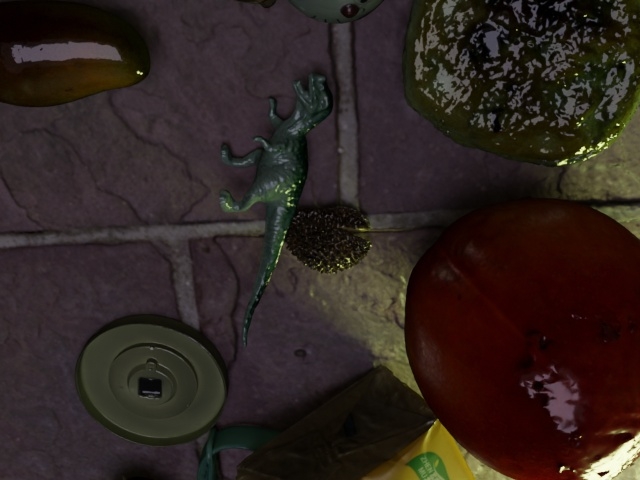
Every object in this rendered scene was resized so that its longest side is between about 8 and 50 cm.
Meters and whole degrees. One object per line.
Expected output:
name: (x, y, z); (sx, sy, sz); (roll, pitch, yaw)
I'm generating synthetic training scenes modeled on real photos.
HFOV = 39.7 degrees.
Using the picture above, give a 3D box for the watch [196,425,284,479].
watch: (-0.099, 0.388, 1.413); (0.195, 0.068, 0.237); (-19, 117, 14)

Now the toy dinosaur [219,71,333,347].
toy dinosaur: (-0.094, -0.054, 1.186); (0.129, 0.076, 0.383); (22, 111, 6)

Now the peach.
peach: (0.274, 0.121, 1.099); (0.370, 0.370, 0.370); (1, 116, 2)

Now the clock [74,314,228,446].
clock: (-0.258, 0.220, 1.355); (0.234, 0.029, 0.235); (1, 116, 3)

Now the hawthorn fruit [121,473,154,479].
hawthorn fruit: (-0.292, 0.443, 1.409); (0.148, 0.148, 0.172); (-12, 102, 9)

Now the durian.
durian: (0.001, -0.002, 1.214); (0.140, 0.071, 0.110); (22, 115, -2)

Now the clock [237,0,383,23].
clock: (-0.029, -0.335, 1.004); (0.243, 0.199, 0.147); (15, 78, -1)

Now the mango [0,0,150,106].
mango: (-0.342, -0.229, 1.096); (0.267, 0.111, 0.133); (1, 115, -1)

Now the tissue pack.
tissue pack: (0.100, 0.430, 1.299); (0.293, 0.228, 0.382); (-32, 111, -8)

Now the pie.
pie: (0.258, -0.238, 1.085); (0.323, 0.070, 0.323); (1, 114, 2)
